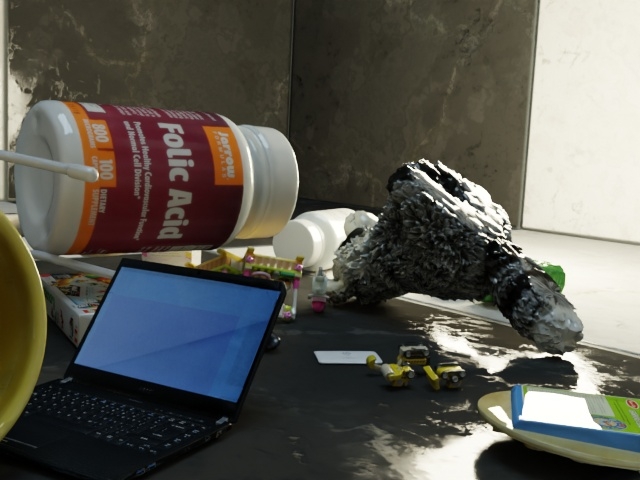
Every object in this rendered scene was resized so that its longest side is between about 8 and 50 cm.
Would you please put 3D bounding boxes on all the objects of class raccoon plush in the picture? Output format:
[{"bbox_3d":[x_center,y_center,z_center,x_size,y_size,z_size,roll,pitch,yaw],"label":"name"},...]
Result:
[{"bbox_3d":[0.165,0.082,1.277,0.216,0.299,0.446,16,32,-32],"label":"raccoon plush"}]

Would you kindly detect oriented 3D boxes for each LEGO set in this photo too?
[{"bbox_3d":[-0.130,0.087,1.292,0.286,0.107,0.132,-1,-28,7],"label":"LEGO set"}]

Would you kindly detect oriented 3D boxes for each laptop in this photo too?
[{"bbox_3d":[-0.198,0.110,0.784,0.234,0.137,0.264,6,8,29],"label":"laptop"}]

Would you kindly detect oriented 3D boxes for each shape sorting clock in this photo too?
[{"bbox_3d":[0.254,0.181,0.769,0.206,0.040,0.206,4,4,0],"label":"shape sorting clock"}]

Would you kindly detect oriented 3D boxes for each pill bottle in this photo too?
[{"bbox_3d":[-0.244,-0.092,1.242,0.392,0.224,0.224,-2,9,-38],"label":"pill bottle"},{"bbox_3d":[0.000,0.000,1.746,0.131,0.131,0.229,7,8,30],"label":"pill bottle"}]

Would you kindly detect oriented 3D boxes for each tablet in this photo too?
[{"bbox_3d":[0.036,0.153,1.050,0.083,0.006,0.054,2,7,-8],"label":"tablet"}]

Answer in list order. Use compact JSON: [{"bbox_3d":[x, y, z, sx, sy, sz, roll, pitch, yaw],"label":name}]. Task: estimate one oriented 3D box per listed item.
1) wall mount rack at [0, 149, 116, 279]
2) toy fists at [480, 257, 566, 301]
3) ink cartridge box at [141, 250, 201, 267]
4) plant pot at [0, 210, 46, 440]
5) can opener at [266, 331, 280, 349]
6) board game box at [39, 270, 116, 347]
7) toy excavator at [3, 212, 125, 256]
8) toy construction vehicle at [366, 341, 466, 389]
[{"bbox_3d":[-0.409,-0.006,1.002,0.304,0.350,0.130,-18,52,-10],"label":"wall mount rack"},{"bbox_3d":[0.317,0.066,1.508,0.142,0.096,0.279,10,1,-27],"label":"toy fists"},{"bbox_3d":[-0.267,0.018,1.448,0.092,0.143,0.090,3,7,2],"label":"ink cartridge box"},{"bbox_3d":[-0.396,0.075,0.650,0.239,0.254,0.254,-10,-3,40],"label":"plant pot"},{"bbox_3d":[-0.105,0.118,1.137,0.059,0.073,0.186,44,-13,-31],"label":"can opener"},{"bbox_3d":[-0.294,0.095,1.188,0.192,0.053,0.305,-2,8,-29],"label":"board game box"},{"bbox_3d":[-0.591,-0.026,1.295,0.432,0.222,0.445,4,7,30],"label":"toy excavator"},{"bbox_3d":[0.113,0.157,0.965,0.098,0.035,0.086,-2,19,-17],"label":"toy construction vehicle"}]
